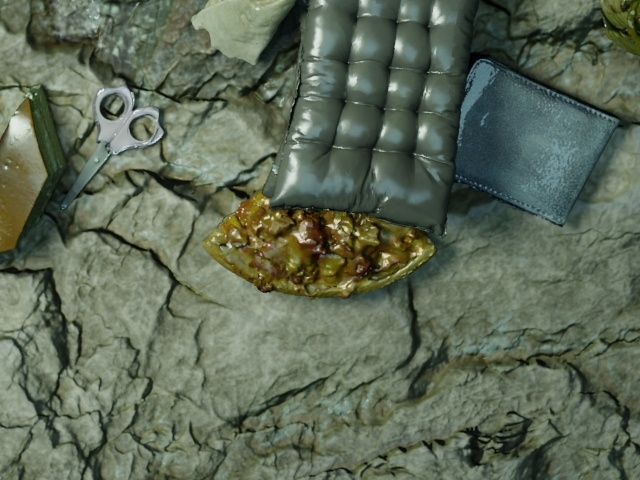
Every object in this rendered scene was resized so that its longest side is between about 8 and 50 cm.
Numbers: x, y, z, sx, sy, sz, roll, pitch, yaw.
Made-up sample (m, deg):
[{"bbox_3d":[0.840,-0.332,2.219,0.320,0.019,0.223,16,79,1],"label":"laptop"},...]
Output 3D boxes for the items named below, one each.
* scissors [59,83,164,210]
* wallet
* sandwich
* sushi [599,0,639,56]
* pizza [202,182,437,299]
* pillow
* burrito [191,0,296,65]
[{"bbox_3d":[-0.282,-0.111,1.787,0.100,0.015,0.189,34,105,-15],"label":"scissors"},{"bbox_3d":[0.254,-0.131,1.793,0.222,0.036,0.167,22,105,-11],"label":"wallet"},{"bbox_3d":[-0.390,-0.066,1.757,0.096,0.094,0.258,28,107,-7],"label":"sandwich"},{"bbox_3d":[0.398,-0.363,1.670,0.131,0.139,0.291,3,107,-12],"label":"sushi"},{"bbox_3d":[0.000,0.000,1.800,0.305,0.085,0.161,0,108,-4],"label":"pizza"},{"bbox_3d":[0.064,-0.181,1.709,0.228,0.101,0.326,8,96,-7],"label":"pillow"},{"bbox_3d":[-0.038,-0.355,1.608,0.117,0.076,0.392,31,135,-8],"label":"burrito"}]
